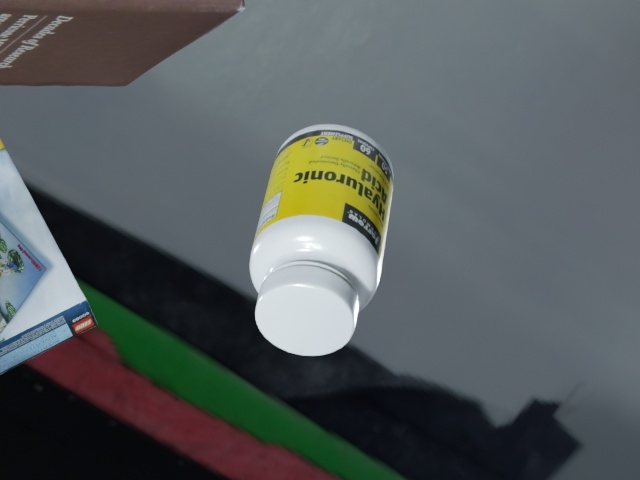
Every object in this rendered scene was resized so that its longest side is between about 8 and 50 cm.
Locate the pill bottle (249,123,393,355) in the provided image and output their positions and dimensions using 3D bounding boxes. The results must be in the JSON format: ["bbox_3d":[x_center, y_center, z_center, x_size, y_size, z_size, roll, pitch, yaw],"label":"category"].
[{"bbox_3d":[0.000,0.000,0.667,0.065,0.065,0.116,30,-140,-17],"label":"pill bottle"}]

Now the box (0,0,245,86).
[{"bbox_3d":[-0.234,-0.168,0.557,0.381,0.191,0.143,-6,174,-36],"label":"box"}]

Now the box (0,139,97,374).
[{"bbox_3d":[-0.297,0.005,1.056,0.233,0.159,0.044,57,168,28],"label":"box"}]
